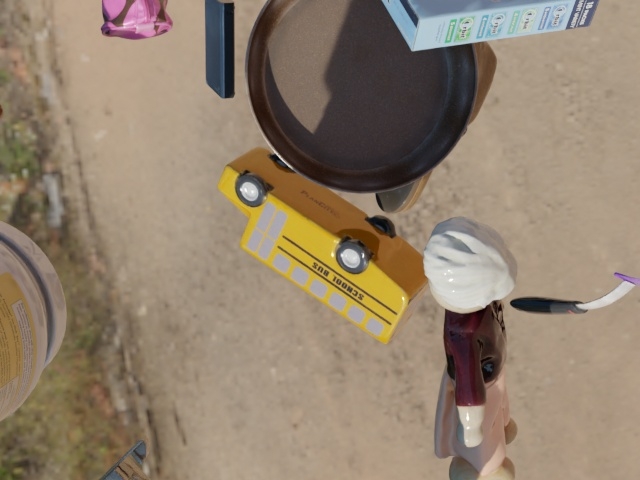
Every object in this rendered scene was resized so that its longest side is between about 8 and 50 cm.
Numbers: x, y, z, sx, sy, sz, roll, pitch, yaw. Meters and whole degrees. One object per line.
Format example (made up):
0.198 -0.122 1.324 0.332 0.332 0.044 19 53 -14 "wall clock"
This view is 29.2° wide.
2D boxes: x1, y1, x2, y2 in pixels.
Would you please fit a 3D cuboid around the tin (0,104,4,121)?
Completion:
-0.424 -0.164 1.364 0.189 0.106 0.040 15 66 42 "tin"

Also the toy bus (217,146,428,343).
0.000 0.000 1.804 0.332 0.108 0.130 33 125 12 "toy bus"

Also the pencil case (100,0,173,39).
-0.201 -0.329 1.364 0.098 0.095 0.209 12 104 56 "pencil case"

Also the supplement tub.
-0.430 0.115 1.257 0.241 0.331 0.241 6 108 17 "supplement tub"

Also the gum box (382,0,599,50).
0.141 -0.251 1.145 0.041 0.184 0.157 101 151 -49 "gum box"

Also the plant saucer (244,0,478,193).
0.052 -0.217 1.610 0.050 0.310 0.311 -158 63 -79 "plant saucer"

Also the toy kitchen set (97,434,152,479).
-0.177 0.248 1.245 0.075 0.068 0.083 45 180 0 "toy kitchen set"

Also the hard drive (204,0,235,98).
-0.142 -0.276 1.733 0.094 0.022 0.135 -134 41 -61 "hard drive"

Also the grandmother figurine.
0.157 0.120 1.274 0.208 0.104 0.342 -89 -9 -49 "grandmother figurine"

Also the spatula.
0.314 0.066 1.400 0.296 0.084 0.030 -14 59 58 "spatula"

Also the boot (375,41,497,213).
0.176 -0.168 1.791 0.112 0.115 0.305 13 78 50 "boot"
